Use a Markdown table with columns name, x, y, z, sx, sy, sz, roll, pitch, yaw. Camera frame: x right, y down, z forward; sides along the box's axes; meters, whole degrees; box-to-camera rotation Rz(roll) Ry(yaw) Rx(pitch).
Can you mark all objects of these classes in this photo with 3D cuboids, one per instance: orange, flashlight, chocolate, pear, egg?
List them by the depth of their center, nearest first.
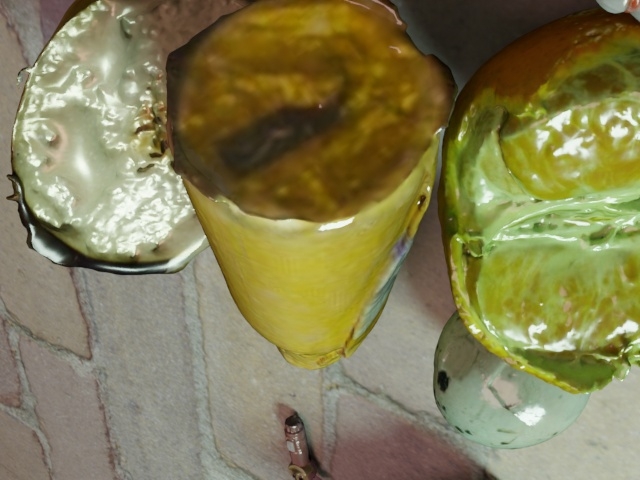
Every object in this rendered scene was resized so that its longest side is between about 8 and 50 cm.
| name | x | y | z | sx | sy | sz | roll | pitch | yaw |
| --- | --- | --- | --- | --- | --- | --- | --- | --- | --- |
| orange | 0.163 | -0.036 | 0.556 | 0.180 | 0.158 | 0.237 | -8 | 124 | -3 |
| chocolate | 0.000 | 0.000 | 0.676 | 0.162 | 0.162 | 0.445 | 31 | 162 | 13 |
| egg | 0.148 | 0.110 | 0.725 | 0.131 | 0.131 | 0.164 | 39 | 142 | 4 |
| pear | -0.156 | -0.115 | 0.750 | 0.178 | 0.267 | 0.266 | 47 | 152 | 47 |
| flashlight | -0.026 | 0.256 | 1.057 | 0.052 | 0.031 | 0.110 | 13 | 131 | 30 |

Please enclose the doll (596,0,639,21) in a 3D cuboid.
| name | x | y | z | sx | sy | sz | roll | pitch | yaw |
| --- | --- | --- | --- | --- | --- | --- | --- | --- | --- |
| doll | 0.173 | -0.187 | 0.433 | 0.076 | 0.142 | 0.244 | 146 | 101 | -85 |
